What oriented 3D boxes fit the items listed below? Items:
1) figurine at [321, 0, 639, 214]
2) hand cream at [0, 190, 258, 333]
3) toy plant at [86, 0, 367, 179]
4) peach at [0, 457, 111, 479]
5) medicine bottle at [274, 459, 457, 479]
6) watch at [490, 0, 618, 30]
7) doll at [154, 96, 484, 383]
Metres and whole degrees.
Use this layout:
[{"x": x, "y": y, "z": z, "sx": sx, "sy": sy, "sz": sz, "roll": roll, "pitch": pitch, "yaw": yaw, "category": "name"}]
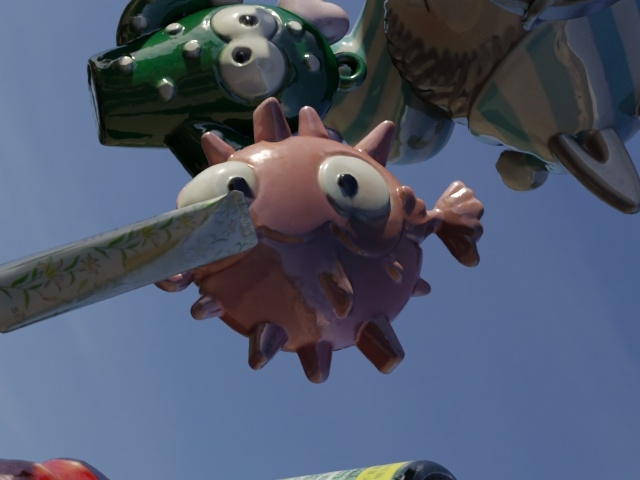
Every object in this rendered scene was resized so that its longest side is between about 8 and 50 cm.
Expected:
[{"x": 0.165, "y": -0.138, "z": 1.743, "sx": 0.361, "sy": 0.266, "sz": 0.378, "roll": -59, "pitch": -137, "yaw": 31, "category": "figurine"}, {"x": -0.135, "y": 0.017, "z": 1.164, "sx": 0.067, "sy": 0.194, "sz": 0.042, "roll": 74, "pitch": -2, "yaw": -53, "category": "hand cream"}, {"x": -0.077, "y": -0.140, "z": 1.595, "sx": 0.112, "sy": 0.243, "sz": 0.233, "roll": 103, "pitch": 1, "yaw": -60, "category": "toy plant"}, {"x": -0.260, "y": 0.341, "z": 1.466, "sx": 0.281, "sy": 0.281, "sz": 0.338, "roll": 145, "pitch": -53, "yaw": -66, "category": "peach"}, {"x": -0.006, "y": 0.295, "z": 1.762, "sx": 0.293, "sy": 0.141, "sz": 0.141, "roll": -14, "pitch": -79, "yaw": 34, "category": "medicine bottle"}, {"x": 0.174, "y": -0.253, "z": 1.326, "sx": 0.193, "sy": 0.206, "sz": 0.068, "roll": 22, "pitch": -7, "yaw": 2, "category": "watch"}, {"x": 0.000, "y": 0.000, "z": 1.319, "sx": 0.093, "sy": 0.261, "sz": 0.211, "roll": 131, "pitch": -48, "yaw": -60, "category": "doll"}]
